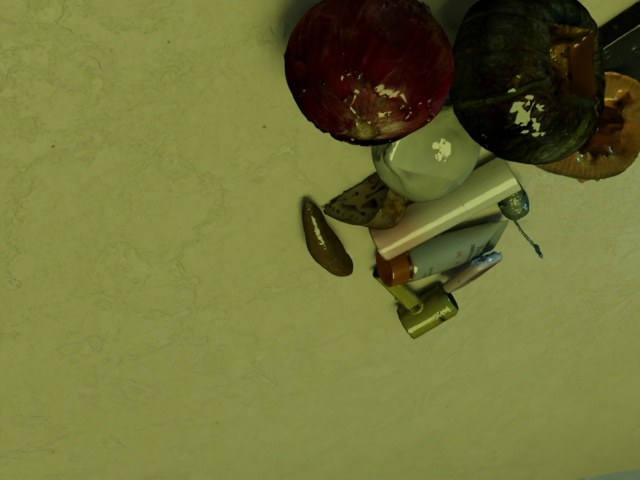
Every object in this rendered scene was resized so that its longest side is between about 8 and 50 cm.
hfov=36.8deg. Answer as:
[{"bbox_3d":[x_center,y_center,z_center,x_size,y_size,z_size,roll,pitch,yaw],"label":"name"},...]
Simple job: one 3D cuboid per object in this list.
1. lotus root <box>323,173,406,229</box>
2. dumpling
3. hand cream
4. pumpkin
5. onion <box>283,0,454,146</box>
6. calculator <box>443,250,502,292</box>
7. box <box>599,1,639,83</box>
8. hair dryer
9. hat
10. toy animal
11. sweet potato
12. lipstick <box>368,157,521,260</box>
[{"bbox_3d":[0.110,-0.062,1.993,0.159,0.095,0.135,-36,145,30],"label":"lotus root"},{"bbox_3d":[0.223,-0.189,1.805,0.260,0.181,0.341,-37,143,7],"label":"dumpling"},{"bbox_3d":[0.281,0.027,2.206,0.314,0.089,0.139,-18,153,-18],"label":"hand cream"},{"bbox_3d":[0.354,-0.284,1.631,0.320,0.320,0.192,11,168,-36],"label":"pumpkin"},{"bbox_3d":[0.082,-0.282,1.560,0.276,0.276,0.276,-13,144,-10],"label":"onion"},{"bbox_3d":[0.362,0.075,2.297,0.100,0.032,0.175,-21,165,-36],"label":"calculator"},{"bbox_3d":[0.701,-0.417,1.841,0.350,0.058,0.211,-33,143,18],"label":"box"},{"bbox_3d":[0.218,0.129,2.309,0.135,0.090,0.279,-31,137,16],"label":"hair dryer"},{"bbox_3d":[0.532,-0.220,1.959,0.244,0.233,0.233,-52,170,5],"label":"hat"},{"bbox_3d":[0.446,-0.054,2.168,0.070,0.079,0.253,-7,143,20],"label":"toy animal"},{"bbox_3d":[0.000,0.000,2.041,0.077,0.077,0.243,-27,138,9],"label":"sweet potato"},{"bbox_3d":[0.265,-0.068,2.059,0.327,0.087,0.087,-29,143,12],"label":"lipstick"}]
